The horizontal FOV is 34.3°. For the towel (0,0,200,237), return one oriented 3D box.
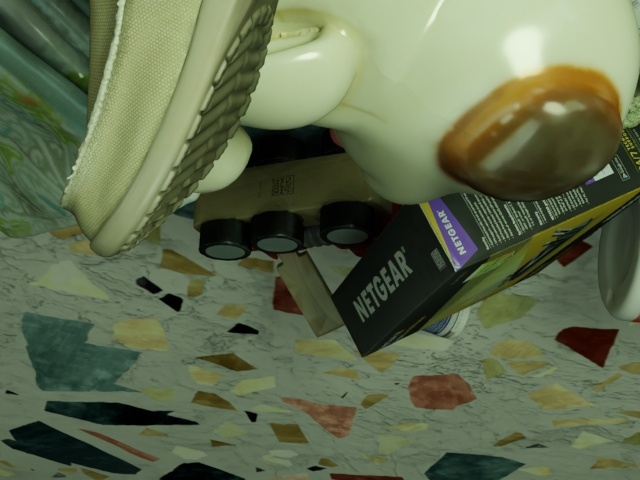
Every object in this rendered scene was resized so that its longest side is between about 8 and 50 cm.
[{"bbox_3d":[-0.294,-0.142,0.780,0.320,0.090,0.374,-7,136,48],"label":"towel"}]

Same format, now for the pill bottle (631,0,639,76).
[{"bbox_3d":[0.238,-0.210,0.780,0.208,0.118,0.117,30,142,-34],"label":"pill bottle"}]

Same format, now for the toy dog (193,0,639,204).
[{"bbox_3d":[0.025,-0.195,0.639,0.395,0.285,0.408,-36,112,23],"label":"toy dog"}]

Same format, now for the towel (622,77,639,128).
[{"bbox_3d":[0.290,-0.147,0.889,0.148,0.110,0.027,-17,129,34],"label":"towel"}]

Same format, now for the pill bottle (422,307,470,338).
[{"bbox_3d":[0.128,0.080,1.341,0.120,0.067,0.067,20,147,-22],"label":"pill bottle"}]

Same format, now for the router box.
[{"bbox_3d":[0.163,0.000,1.024,0.243,0.081,0.309,-23,167,-19],"label":"router box"}]

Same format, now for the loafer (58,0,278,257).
[{"bbox_3d":[-0.067,-0.120,0.476,0.092,0.102,0.269,26,107,4],"label":"loafer"}]

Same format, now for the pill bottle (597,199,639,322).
[{"bbox_3d":[0.452,0.019,1.087,0.283,0.161,0.161,7,150,-1],"label":"pill bottle"}]

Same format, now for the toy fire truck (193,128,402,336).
[{"bbox_3d":[0.000,0.000,1.171,0.217,0.159,0.246,-8,159,21],"label":"toy fire truck"}]
